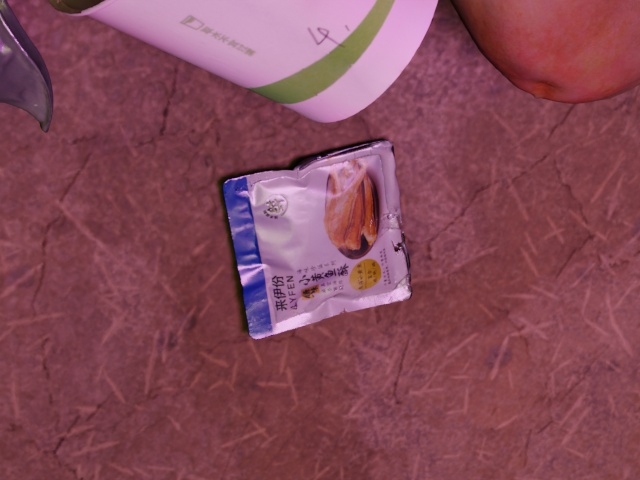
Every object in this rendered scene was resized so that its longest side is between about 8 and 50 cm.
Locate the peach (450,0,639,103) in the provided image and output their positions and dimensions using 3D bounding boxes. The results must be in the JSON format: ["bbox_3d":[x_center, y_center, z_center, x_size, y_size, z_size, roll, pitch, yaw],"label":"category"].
[{"bbox_3d":[0.236,-0.263,1.583,0.292,0.247,0.292,-2,93,-35],"label":"peach"}]

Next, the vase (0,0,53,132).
[{"bbox_3d":[-0.393,-0.174,1.499,0.301,0.156,0.251,-15,100,-4],"label":"vase"}]

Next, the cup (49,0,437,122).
[{"bbox_3d":[-0.055,-0.243,1.521,0.274,0.253,0.253,28,101,-32],"label":"cup"}]

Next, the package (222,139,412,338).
[{"bbox_3d":[0.000,0.000,1.749,0.173,0.027,0.171,-16,116,-14],"label":"package"}]
